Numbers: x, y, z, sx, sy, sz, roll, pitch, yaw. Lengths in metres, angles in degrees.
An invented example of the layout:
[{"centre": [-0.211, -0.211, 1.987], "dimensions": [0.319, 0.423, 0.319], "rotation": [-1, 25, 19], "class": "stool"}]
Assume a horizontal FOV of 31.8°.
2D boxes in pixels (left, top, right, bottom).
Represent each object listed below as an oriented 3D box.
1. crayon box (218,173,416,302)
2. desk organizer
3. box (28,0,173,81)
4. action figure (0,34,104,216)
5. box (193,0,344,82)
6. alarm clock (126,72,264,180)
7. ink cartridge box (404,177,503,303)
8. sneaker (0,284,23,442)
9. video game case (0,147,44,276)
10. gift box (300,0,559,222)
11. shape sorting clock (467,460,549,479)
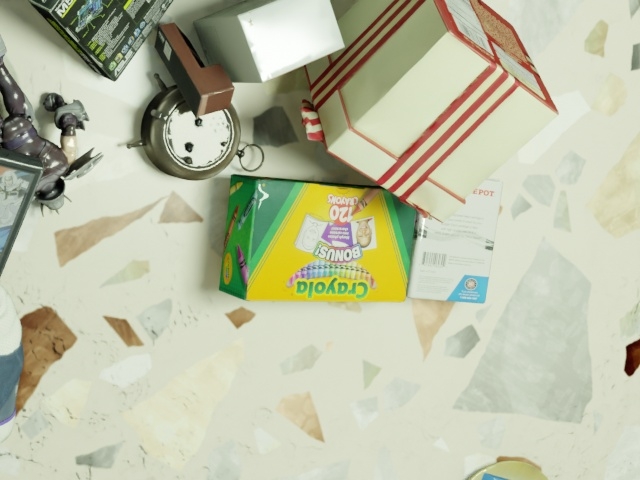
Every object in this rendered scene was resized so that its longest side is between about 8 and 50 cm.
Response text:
[{"centre": [0.000, 0.000, 1.587], "dimensions": [0.278, 0.081, 0.166], "rotation": [2, 97, -35], "class": "crayon box"}, {"centre": [-0.165, -0.227, 1.469], "dimensions": [0.050, 0.047, 0.130], "rotation": [-19, 65, -26], "class": "desk organizer"}, {"centre": [-0.253, -0.319, 1.395], "dimensions": [0.191, 0.045, 0.184], "rotation": [-57, 155, -8], "class": "box"}, {"centre": [-0.384, -0.147, 1.388], "dimensions": [0.185, 0.099, 0.285], "rotation": [-39, 126, -23], "class": "action figure"}, {"centre": [-0.071, -0.272, 1.479], "dimensions": [0.130, 0.170, 0.091], "rotation": [-26, 108, -20], "class": "box"}, {"centre": [-0.156, -0.140, 1.522], "dimensions": [0.192, 0.064, 0.129], "rotation": [21, 88, -30], "class": "alarm clock"}, {"centre": [0.187, -0.007, 1.697], "dimensions": [0.139, 0.082, 0.191], "rotation": [6, 93, -27], "class": "ink cartridge box"}, {"centre": [-0.514, 0.137, 1.320], "dimensions": [0.322, 0.130, 0.236], "rotation": [-3, 111, -23], "class": "sneaker"}, {"centre": [-0.499, -0.018, 1.324], "dimensions": [0.274, 0.035, 0.248], "rotation": [15, 112, -32], "class": "video game case"}, {"centre": [0.125, -0.189, 1.492], "dimensions": [0.255, 0.276, 0.258], "rotation": [31, 121, -28], "class": "gift box"}, {"centre": [0.297, 0.460, 1.846], "dimensions": [0.206, 0.040, 0.206], "rotation": [-6, 104, -24], "class": "shape sorting clock"}]
